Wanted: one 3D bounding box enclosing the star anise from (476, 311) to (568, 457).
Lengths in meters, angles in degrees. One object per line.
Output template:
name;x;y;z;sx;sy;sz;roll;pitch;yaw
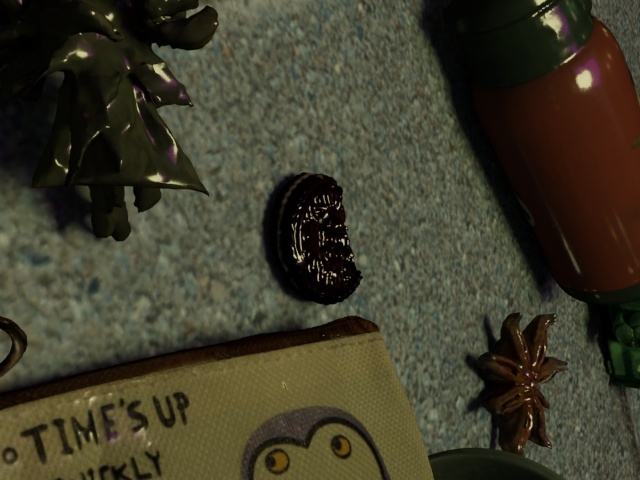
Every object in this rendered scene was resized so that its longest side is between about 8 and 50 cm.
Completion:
star anise;0.179;0.126;0.792;0.141;0.042;0.141;0;90;-51

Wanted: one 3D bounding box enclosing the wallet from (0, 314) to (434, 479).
wallet;-0.040;0.162;0.433;0.335;0.068;0.275;-3;71;-46

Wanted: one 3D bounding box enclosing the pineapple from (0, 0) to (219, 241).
pineapple;-0.096;-0.156;0.387;0.169;0.169;0.341;-9;117;-51

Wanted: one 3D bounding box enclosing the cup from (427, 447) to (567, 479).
cup;0.127;0.252;0.634;0.150;0.199;0.199;32;61;-66

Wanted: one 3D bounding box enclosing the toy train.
toy train;0.400;0.044;1.025;0.269;0.115;0.154;-55;135;-38

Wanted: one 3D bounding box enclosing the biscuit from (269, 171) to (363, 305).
biscuit;0.000;0.000;0.596;0.089;0.027;0.087;27;67;-46

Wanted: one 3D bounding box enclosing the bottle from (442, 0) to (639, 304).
bottle;0.223;-0.099;0.794;0.336;0.144;0.144;55;48;-30
